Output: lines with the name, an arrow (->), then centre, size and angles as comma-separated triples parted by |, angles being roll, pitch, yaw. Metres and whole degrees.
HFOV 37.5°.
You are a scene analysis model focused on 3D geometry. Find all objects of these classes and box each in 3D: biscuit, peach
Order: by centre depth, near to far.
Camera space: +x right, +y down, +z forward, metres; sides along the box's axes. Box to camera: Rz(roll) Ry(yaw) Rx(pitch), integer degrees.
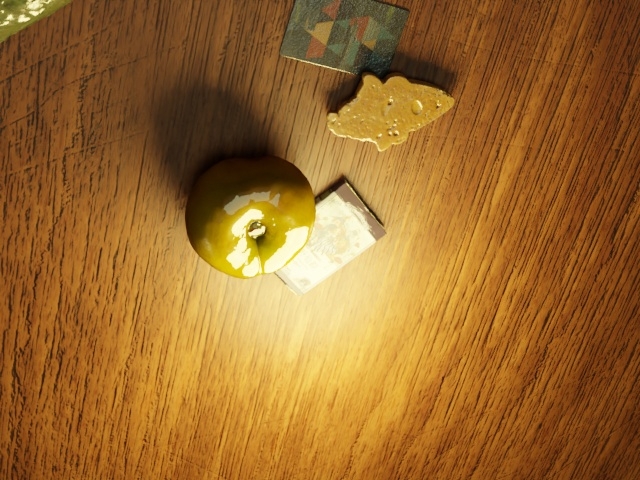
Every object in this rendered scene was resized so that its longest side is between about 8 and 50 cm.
peach -> -0.129, -0.042, 1.759 | 0.251, 0.153, 0.251 | -7, 130, -9
biscuit -> 0.131, -0.246, 1.770 | 0.250, 0.035, 0.162 | -9, 127, -9

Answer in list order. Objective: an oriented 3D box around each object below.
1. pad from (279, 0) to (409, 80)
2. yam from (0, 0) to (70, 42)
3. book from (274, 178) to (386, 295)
pad -> 0.043, -0.372, 1.690 | 0.211, 0.003, 0.143 | 10, 117, -20
yam -> -0.538, -0.381, 1.422 | 0.300, 0.195, 0.195 | -30, 123, 3
book -> 0.000, 0.000, 1.887 | 0.231, 0.026, 0.157 | -36, 122, 8
